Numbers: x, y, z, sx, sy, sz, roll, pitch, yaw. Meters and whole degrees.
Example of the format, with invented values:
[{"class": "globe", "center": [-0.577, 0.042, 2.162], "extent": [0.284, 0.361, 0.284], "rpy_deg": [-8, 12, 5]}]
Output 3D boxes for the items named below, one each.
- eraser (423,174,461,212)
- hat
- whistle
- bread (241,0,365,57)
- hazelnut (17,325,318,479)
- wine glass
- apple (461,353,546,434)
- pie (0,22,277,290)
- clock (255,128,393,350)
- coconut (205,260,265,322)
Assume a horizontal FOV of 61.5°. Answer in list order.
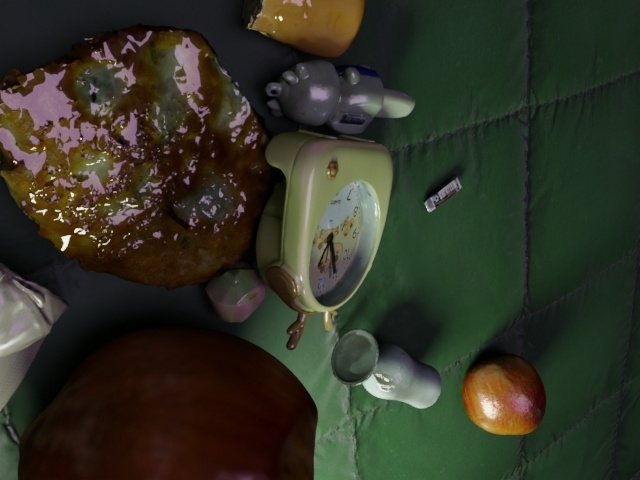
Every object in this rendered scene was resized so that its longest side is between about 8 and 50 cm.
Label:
[{"class": "eraser", "center": [0.227, -0.088, 0.996], "extent": [0.099, 0.019, 0.027], "rpy_deg": [-37, 110, -19]}, {"class": "hat", "center": [-0.397, 0.129, 0.575], "extent": [0.214, 0.149, 0.244], "rpy_deg": [19, 84, -37]}, {"class": "whistle", "center": [0.032, -0.207, 0.772], "extent": [0.245, 0.092, 0.110], "rpy_deg": [-4, 152, -30]}, {"class": "bread", "center": [-0.017, -0.319, 0.706], "extent": [0.173, 0.085, 0.134], "rpy_deg": [2, 105, -35]}, {"class": "hazelnut", "center": [-0.174, 0.292, 0.678], "extent": [0.366, 0.366, 0.365], "rpy_deg": [-12, 112, -31]}, {"class": "wine glass", "center": [0.130, 0.243, 0.992], "extent": [0.231, 0.103, 0.103], "rpy_deg": [31, 87, -40]}, {"class": "apple", "center": [0.415, 0.342, 1.206], "extent": [0.195, 0.160, 0.173], "rpy_deg": [-1, 85, -41]}, {"class": "pie", "center": [-0.202, -0.089, 0.647], "extent": [0.288, 0.103, 0.354], "rpy_deg": [-49, 134, -11]}, {"class": "clock", "center": [0.000, 0.000, 0.783], "extent": [0.235, 0.096, 0.307], "rpy_deg": [-10, 114, -57]}, {"class": "coconut", "center": [-0.121, 0.070, 0.775], "extent": [0.084, 0.082, 0.081], "rpy_deg": [7, 135, 5]}]
